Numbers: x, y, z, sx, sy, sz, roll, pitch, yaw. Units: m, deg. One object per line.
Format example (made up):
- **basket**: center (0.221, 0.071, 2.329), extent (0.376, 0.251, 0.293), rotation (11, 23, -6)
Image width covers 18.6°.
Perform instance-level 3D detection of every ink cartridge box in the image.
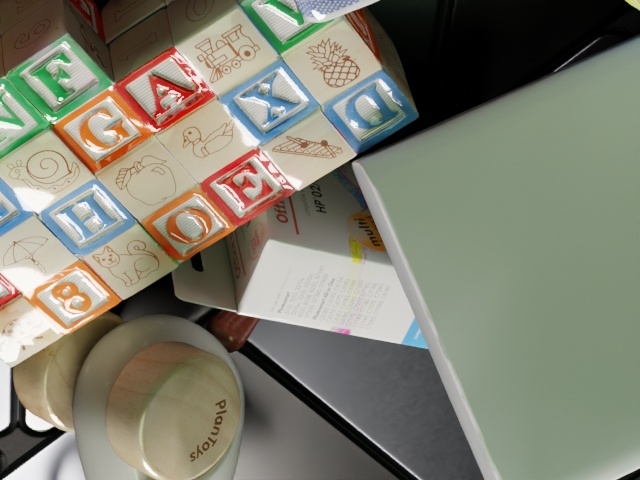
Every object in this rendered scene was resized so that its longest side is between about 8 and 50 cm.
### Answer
- **ink cartridge box**: center (0.000, 0.000, 1.203), extent (0.181, 0.104, 0.061), rotation (11, 125, -20)

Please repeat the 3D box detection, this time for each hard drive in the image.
- **hard drive**: center (0.223, -0.010, 1.163), extent (0.353, 0.047, 0.233), rotation (-24, 96, -9)

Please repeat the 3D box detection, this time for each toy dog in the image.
- **toy dog**: center (-0.072, 0.159, 1.284), extent (0.161, 0.220, 0.333), rotation (-32, 144, -27)

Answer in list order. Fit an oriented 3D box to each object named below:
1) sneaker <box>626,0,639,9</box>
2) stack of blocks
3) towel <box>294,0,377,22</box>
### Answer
- **sneaker**: center (0.236, -0.221, 1.099), extent (0.240, 0.126, 0.091), rotation (-42, 123, -16)
- **stack of blocks**: center (-0.117, -0.073, 1.131), extent (0.297, 0.087, 0.171), rotation (-31, 127, 13)
- **towel**: center (0.029, -0.249, 0.939), extent (0.209, 0.034, 0.285), rotation (-23, 127, 11)
